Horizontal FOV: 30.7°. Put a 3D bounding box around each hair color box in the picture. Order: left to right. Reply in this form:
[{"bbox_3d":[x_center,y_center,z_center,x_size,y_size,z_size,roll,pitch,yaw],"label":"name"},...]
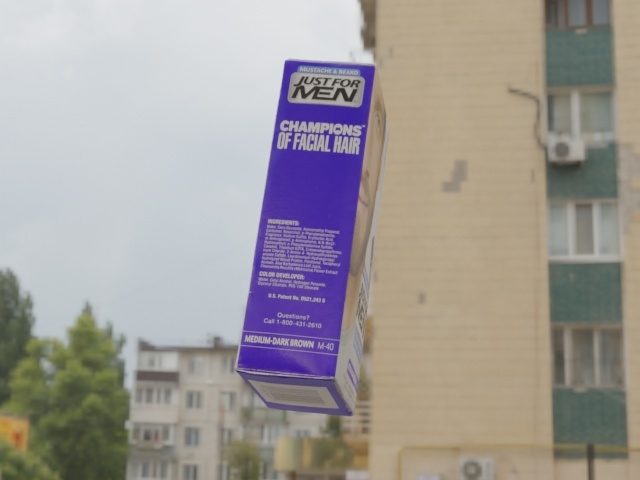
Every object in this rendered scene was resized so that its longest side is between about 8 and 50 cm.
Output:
[{"bbox_3d":[0.000,0.000,1.236,0.110,0.339,0.185,3,-19,9],"label":"hair color box"}]
